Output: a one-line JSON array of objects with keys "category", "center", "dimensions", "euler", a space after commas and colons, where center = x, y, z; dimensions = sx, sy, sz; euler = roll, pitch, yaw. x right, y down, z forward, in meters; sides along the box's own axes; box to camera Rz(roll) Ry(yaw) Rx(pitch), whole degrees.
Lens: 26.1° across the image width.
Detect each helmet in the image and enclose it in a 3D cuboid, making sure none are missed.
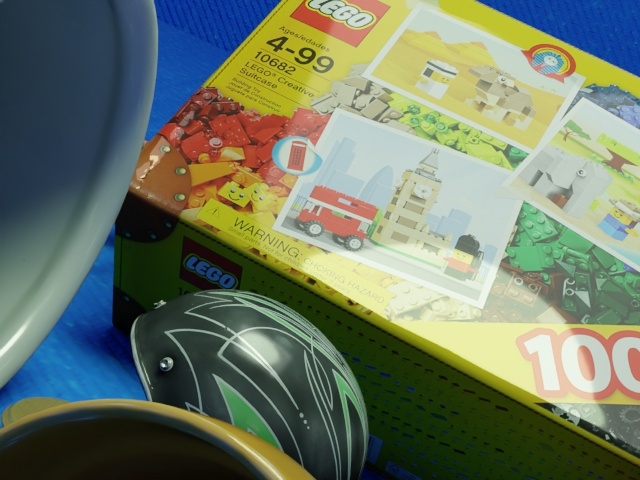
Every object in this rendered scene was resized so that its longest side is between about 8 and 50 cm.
[{"category": "helmet", "center": [-0.053, 0.115, 0.867], "dimensions": [0.169, 0.161, 0.169], "euler": [23, 13, -6]}]

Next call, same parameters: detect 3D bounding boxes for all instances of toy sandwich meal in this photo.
[{"category": "toy sandwich meal", "center": [-0.169, 0.131, 0.897], "dimensions": [0.085, 0.029, 0.085], "euler": [19, 15, -5]}]

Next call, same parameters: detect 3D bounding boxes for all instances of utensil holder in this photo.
[{"category": "utensil holder", "center": [-0.346, -0.104, 0.856], "dimensions": [0.385, 0.327, 0.327], "euler": [27, 13, 13]}]

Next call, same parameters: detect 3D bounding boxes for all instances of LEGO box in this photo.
[{"category": "LEGO box", "center": [0.133, 0.009, 1.157], "dimensions": [0.500, 0.193, 0.372], "euler": [27, 52, 12]}]

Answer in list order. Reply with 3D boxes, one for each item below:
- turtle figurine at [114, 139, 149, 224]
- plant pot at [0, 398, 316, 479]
[{"category": "turtle figurine", "center": [-0.255, -0.064, 1.368], "dimensions": [0.217, 0.087, 0.269], "euler": [17, 22, 1]}, {"category": "plant pot", "center": [-0.055, 0.178, 0.596], "dimensions": [0.205, 0.205, 0.188], "euler": [30, -1, 22]}]
